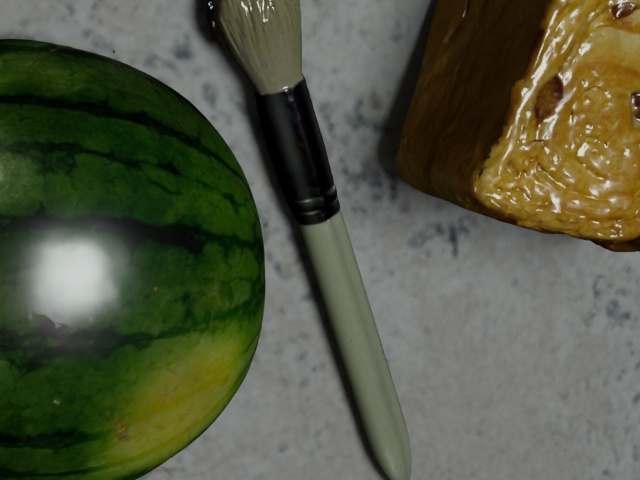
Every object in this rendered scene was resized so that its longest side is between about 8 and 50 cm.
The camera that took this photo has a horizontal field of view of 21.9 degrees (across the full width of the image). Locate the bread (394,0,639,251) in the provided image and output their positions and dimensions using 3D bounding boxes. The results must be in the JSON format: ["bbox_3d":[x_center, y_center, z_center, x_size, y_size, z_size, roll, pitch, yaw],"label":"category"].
[{"bbox_3d":[0.130,-0.075,0.796,0.149,0.143,0.158,21,91,-24],"label":"bread"}]

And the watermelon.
[{"bbox_3d":[-0.123,0.022,0.690,0.232,0.127,0.204,10,100,-25],"label":"watermelon"}]

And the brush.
[{"bbox_3d":[0.000,0.000,0.805,0.042,0.039,0.299,-52,132,-55],"label":"brush"}]
